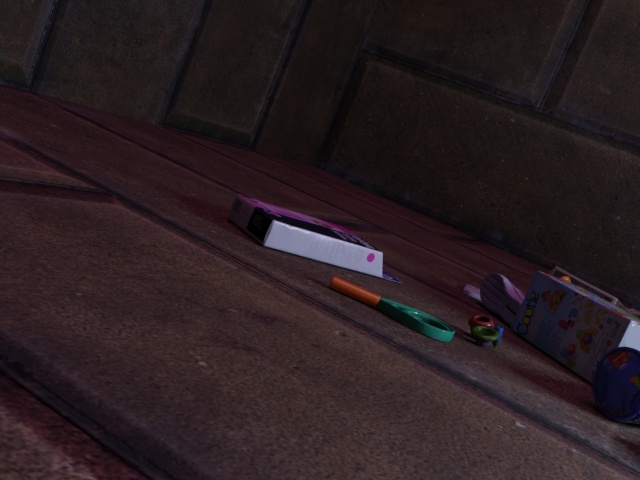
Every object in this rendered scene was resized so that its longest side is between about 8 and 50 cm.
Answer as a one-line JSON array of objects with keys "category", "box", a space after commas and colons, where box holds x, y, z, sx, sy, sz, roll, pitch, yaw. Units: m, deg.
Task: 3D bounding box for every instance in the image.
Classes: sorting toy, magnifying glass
[{"category": "sorting toy", "box": [0.301, 0.174, 1.452, 0.061, 0.042, 0.102, 7, 20, 5]}, {"category": "magnifying glass", "box": [0.124, 0.119, 1.381, 0.230, 0.026, 0.092, 25, 9, 9]}]

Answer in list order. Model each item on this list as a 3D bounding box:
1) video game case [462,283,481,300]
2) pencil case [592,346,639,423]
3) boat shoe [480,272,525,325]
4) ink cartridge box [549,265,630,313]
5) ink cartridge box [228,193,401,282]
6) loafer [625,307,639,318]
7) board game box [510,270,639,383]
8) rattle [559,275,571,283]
[{"category": "video game case", "box": [0.404, 0.137, 2.007, 0.087, 0.011, 0.122, 24, 8, 11]}, {"category": "pencil case", "box": [0.602, 0.269, 1.330, 0.306, 0.119, 0.133, 18, 18, -26]}, {"category": "boat shoe", "box": [0.436, 0.152, 1.828, 0.075, 0.083, 0.226, 32, 17, -19]}, {"category": "ink cartridge box", "box": [0.712, 0.177, 2.107, 0.193, 0.088, 0.234, 34, 1, 38]}, {"category": "ink cartridge box", "box": [0.000, 0.000, 1.683, 0.370, 0.069, 0.175, 19, 9, -36]}, {"category": "loafer", "box": [0.875, 0.237, 2.277, 0.268, 0.102, 0.092, 23, 14, 11]}, {"category": "board game box", "box": [0.542, 0.187, 1.600, 0.142, 0.144, 0.275, 18, 10, -28]}, {"category": "rattle", "box": [0.546, 0.130, 2.008, 0.130, 0.143, 0.200, 4, 14, 4]}]
